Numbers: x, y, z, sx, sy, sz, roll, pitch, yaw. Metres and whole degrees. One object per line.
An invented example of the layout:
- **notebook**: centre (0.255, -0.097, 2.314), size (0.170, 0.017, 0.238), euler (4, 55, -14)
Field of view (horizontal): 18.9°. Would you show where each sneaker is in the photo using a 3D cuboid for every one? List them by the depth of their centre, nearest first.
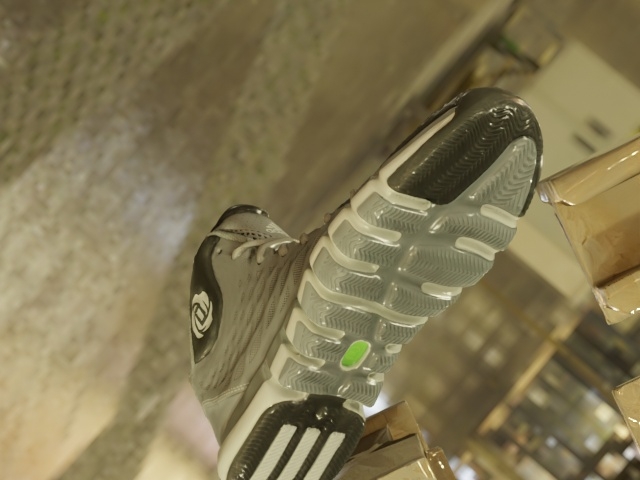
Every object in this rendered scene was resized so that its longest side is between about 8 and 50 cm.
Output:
- **sneaker**: centre (0.000, 0.000, 0.900), size (0.086, 0.132, 0.229), euler (21, 112, -40)

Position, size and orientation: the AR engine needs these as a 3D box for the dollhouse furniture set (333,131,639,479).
- **dollhouse furniture set**: centre (0.205, 0.124, 1.091), size (0.394, 0.362, 0.256), euler (-25, 180, 1)
